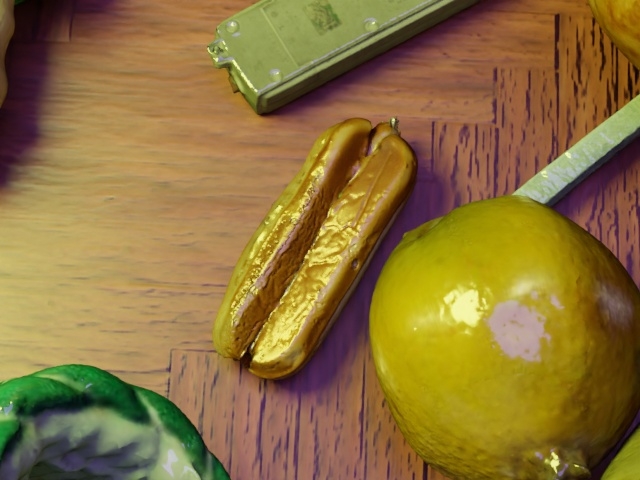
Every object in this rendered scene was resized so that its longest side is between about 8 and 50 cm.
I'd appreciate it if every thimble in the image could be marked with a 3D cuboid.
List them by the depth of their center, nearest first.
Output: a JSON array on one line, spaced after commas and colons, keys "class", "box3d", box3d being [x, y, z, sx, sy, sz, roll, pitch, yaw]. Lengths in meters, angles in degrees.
[{"class": "thimble", "box3d": [-0.181, 0.234, 1.096, 0.254, 0.167, 0.288, 12, 64, -42]}]

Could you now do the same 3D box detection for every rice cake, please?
[{"class": "rice cake", "box3d": [0.202, -0.059, 1.305, 0.171, 0.033, 0.029, -39, 76, -11]}]

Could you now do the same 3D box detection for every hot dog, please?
[{"class": "hot dog", "box3d": [0.000, 0.000, 1.266, 0.092, 0.062, 0.235, 33, 79, 7]}]

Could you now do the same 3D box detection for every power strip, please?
[{"class": "power strip", "box3d": [0.037, -0.191, 1.326, 0.272, 0.052, 0.078, -29, 78, -10]}]

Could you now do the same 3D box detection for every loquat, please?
[{"class": "loquat", "box3d": [0.139, 0.090, 1.162, 0.213, 0.213, 0.246, -12, 50, -5]}]

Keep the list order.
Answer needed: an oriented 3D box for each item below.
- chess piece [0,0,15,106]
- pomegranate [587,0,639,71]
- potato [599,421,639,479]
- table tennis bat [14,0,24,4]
[{"class": "chess piece", "box3d": [-0.261, -0.220, 1.247, 0.167, 0.167, 0.299, 31, 82, 6]}, {"class": "pomegranate", "box3d": [0.378, -0.285, 1.213, 0.410, 0.410, 0.410, 1, 75, -2]}, {"class": "potato", "box3d": [0.270, 0.209, 1.089, 0.210, 0.307, 0.173, 39, 119, -1]}, {"class": "table tennis bat", "box3d": [-0.238, -0.256, 1.340, 0.257, 0.039, 0.160, 9, 77, 3]}]
